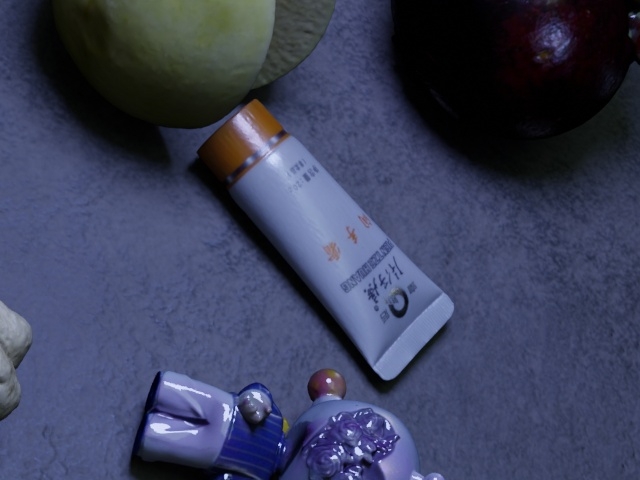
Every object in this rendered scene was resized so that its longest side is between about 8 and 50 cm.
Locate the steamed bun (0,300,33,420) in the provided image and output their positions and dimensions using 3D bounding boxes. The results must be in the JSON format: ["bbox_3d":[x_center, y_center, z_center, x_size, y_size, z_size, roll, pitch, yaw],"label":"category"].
[{"bbox_3d":[-0.329,0.095,1.490,0.155,0.141,0.172,21,49,-25],"label":"steamed bun"}]

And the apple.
[{"bbox_3d":[-0.130,-0.253,1.750,0.292,0.254,0.292,18,48,-22],"label":"apple"}]

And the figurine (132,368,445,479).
[{"bbox_3d":[-0.030,0.190,1.609,0.274,0.133,0.194,39,63,0],"label":"figurine"}]

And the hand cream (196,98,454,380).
[{"bbox_3d":[0.000,0.000,1.786,0.314,0.089,0.139,47,51,-5],"label":"hand cream"}]

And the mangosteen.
[{"bbox_3d":[0.251,-0.275,1.936,0.307,0.347,0.307,57,15,-24],"label":"mangosteen"}]
